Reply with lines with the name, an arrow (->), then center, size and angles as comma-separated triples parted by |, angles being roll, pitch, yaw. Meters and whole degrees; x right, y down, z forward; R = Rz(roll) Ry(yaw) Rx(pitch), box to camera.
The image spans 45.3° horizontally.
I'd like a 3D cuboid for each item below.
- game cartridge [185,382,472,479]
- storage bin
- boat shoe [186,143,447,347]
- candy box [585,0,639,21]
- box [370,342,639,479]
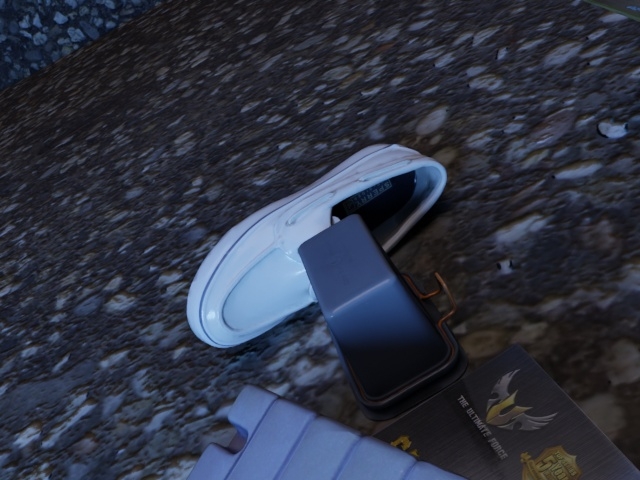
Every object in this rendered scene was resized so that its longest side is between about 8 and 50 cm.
game cartridge -> -0.052, 0.241, 0.298 | 0.230, 0.068, 0.355 | 10, 62, 53
storage bin -> 0.041, 0.043, 0.557 | 0.098, 0.091, 0.135 | -30, 30, 3
boat shoe -> 0.000, 0.000, 0.656 | 0.258, 0.095, 0.084 | -43, 27, -16
candy box -> 0.344, -0.175, 0.488 | 0.316, 0.183, 0.088 | 32, 110, 61
box -> 0.081, 0.172, 0.359 | 0.183, 0.056, 0.231 | -33, 30, 0
